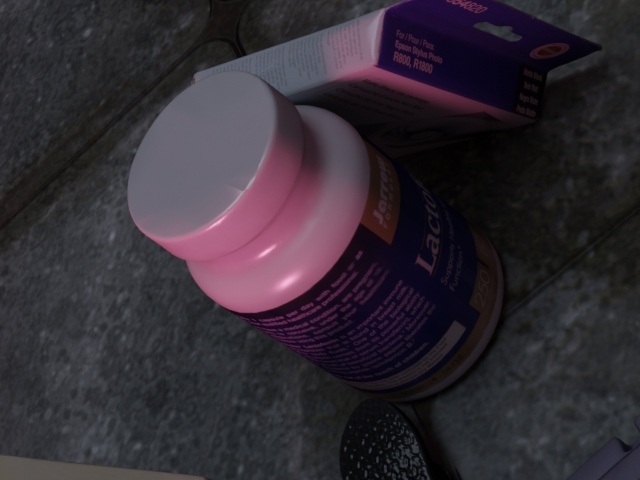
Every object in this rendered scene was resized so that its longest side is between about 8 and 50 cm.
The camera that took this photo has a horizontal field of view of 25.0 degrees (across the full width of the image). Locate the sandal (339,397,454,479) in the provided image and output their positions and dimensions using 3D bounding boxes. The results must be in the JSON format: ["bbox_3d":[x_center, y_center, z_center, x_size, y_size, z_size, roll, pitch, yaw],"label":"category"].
[{"bbox_3d":[0.072,0.187,0.997,0.067,0.040,0.179,-46,58,17],"label":"sandal"}]

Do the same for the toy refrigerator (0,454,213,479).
[{"bbox_3d":[-0.163,0.225,1.126,0.270,0.102,0.094,-3,63,41],"label":"toy refrigerator"}]

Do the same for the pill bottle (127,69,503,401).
[{"bbox_3d":[0.000,0.000,1.002,0.153,0.265,0.153,-21,53,31],"label":"pill bottle"}]

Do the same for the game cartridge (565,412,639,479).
[{"bbox_3d":[0.105,0.260,0.820,0.355,0.068,0.230,-44,14,10],"label":"game cartridge"}]

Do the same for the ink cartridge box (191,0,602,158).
[{"bbox_3d":[0.061,-0.111,1.052,0.224,0.223,0.045,-15,76,36],"label":"ink cartridge box"}]
